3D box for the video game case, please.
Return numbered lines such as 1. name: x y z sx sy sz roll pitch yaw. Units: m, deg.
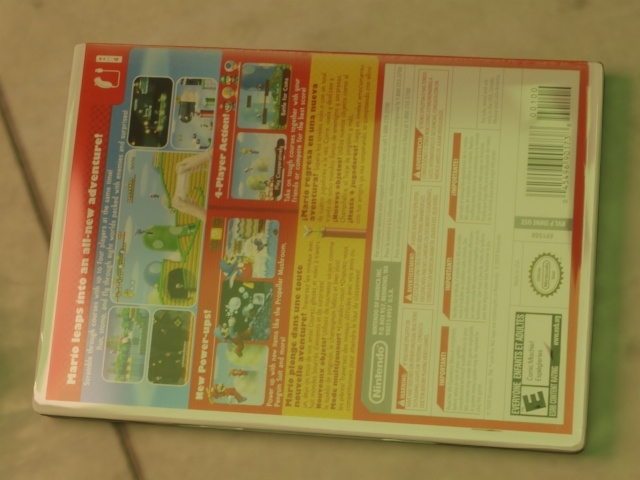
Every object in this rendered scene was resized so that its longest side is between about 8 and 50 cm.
1. video game case: 0.000 0.000 0.868 0.285 0.025 0.204 3 78 8
